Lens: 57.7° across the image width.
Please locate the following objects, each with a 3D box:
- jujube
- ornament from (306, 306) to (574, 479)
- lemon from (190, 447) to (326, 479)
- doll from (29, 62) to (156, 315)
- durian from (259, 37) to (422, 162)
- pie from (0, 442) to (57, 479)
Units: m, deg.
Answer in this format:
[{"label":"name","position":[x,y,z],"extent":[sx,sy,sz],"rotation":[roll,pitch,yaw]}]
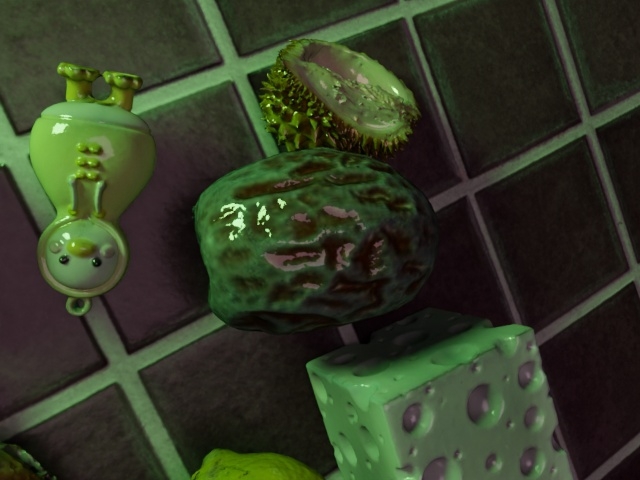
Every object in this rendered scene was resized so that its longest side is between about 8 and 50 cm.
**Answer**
[{"label":"jujube","position":[0.002,0.009,0.746],"extent":[0.308,0.246,0.215],"rotation":[-11,53,-12]},{"label":"ornament","position":[0.158,0.257,0.817],"extent":[0.239,0.240,0.240],"rotation":[-21,99,-22]},{"label":"lemon","position":[-0.071,0.406,0.718],"extent":[0.258,0.258,0.310],"rotation":[-25,77,-21]},{"label":"doll","position":[-0.272,-0.056,0.692],"extent":[0.141,0.117,0.296],"rotation":[4,89,-21]},{"label":"durian","position":[0.024,-0.185,0.818],"extent":[0.249,0.183,0.138],"rotation":[5,125,-27]},{"label":"pie","position":[-0.405,0.362,0.639],"extent":[0.308,0.085,0.308],"rotation":[-6,100,-40]}]
